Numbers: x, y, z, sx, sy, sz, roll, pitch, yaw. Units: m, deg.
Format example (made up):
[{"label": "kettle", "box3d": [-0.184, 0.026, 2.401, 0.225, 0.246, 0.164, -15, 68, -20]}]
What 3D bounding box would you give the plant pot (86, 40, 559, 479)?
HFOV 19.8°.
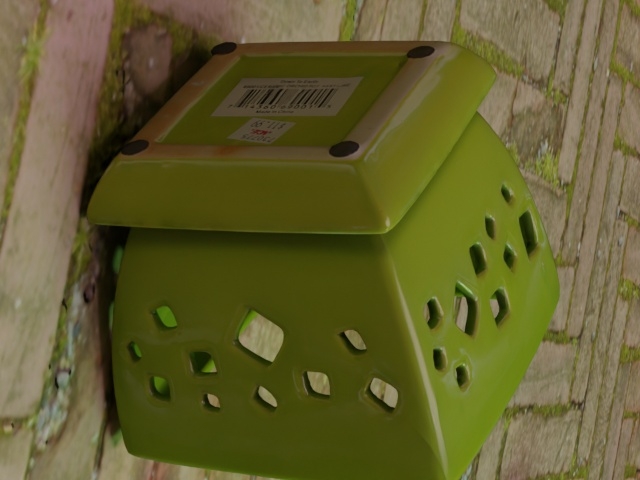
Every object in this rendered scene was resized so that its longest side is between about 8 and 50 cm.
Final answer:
[{"label": "plant pot", "box3d": [0.000, 0.000, 1.129, 0.227, 0.228, 0.207, -53, 137, -50]}]
